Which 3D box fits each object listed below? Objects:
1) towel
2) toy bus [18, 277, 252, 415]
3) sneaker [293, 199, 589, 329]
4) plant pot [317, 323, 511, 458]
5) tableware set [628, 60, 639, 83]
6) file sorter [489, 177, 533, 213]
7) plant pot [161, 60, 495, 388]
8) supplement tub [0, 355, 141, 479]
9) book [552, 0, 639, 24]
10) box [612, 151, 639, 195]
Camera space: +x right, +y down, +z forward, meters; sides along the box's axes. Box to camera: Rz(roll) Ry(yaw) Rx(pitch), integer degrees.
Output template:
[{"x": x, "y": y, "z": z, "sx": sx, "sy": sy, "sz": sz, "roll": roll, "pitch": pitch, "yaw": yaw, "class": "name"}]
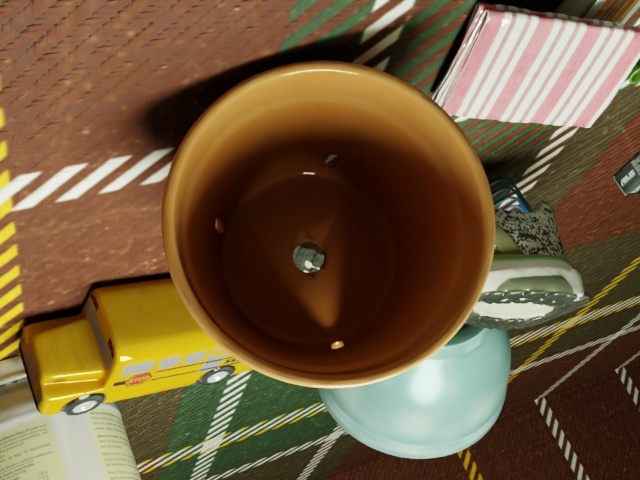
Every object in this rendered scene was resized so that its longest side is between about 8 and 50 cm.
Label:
[{"x": 0.228, "y": -0.180, "z": 0.880, "sx": 0.197, "sy": 0.029, "sz": 0.144, "roll": 3, "pitch": 146, "yaw": -14, "class": "towel"}, {"x": -0.187, "y": 0.116, "z": 1.047, "sx": 0.332, "sy": 0.108, "sz": 0.130, "roll": -7, "pitch": 149, "yaw": -35, "class": "toy bus"}, {"x": 0.131, "y": 0.002, "z": 1.085, "sx": 0.410, "sy": 0.182, "sz": 0.158, "roll": 7, "pitch": 151, "yaw": -9, "class": "sneaker"}, {"x": 0.143, "y": 0.135, "z": 1.215, "sx": 0.293, "sy": 0.293, "sz": 0.196, "roll": -16, "pitch": 143, "yaw": -19, "class": "plant pot"}, {"x": 0.462, "y": -0.230, "z": 1.076, "sx": 0.154, "sy": 0.024, "sz": 0.104, "roll": -6, "pitch": 150, "yaw": -37, "class": "tableware set"}, {"x": 0.268, "y": -0.002, "z": 1.238, "sx": 0.104, "sy": 0.118, "sz": 0.170, "roll": -33, "pitch": 155, "yaw": 8, "class": "file sorter"}, {"x": 0.000, "y": 0.000, "z": 0.824, "sx": 0.290, "sy": 0.291, "sz": 0.203, "roll": -21, "pitch": 171, "yaw": -10, "class": "plant pot"}, {"x": -0.340, "y": 0.328, "z": 1.062, "sx": 0.235, "sy": 0.325, "sz": 0.235, "roll": -21, "pitch": 155, "yaw": -10, "class": "supplement tub"}, {"x": 0.301, "y": -0.254, "z": 0.872, "sx": 0.096, "sy": 0.035, "sz": 0.144, "roll": -12, "pitch": 151, "yaw": -36, "class": "book"}, {"x": 0.588, "y": -0.149, "z": 1.336, "sx": 0.184, "sy": 0.045, "sz": 0.191, "roll": -7, "pitch": 151, "yaw": -30, "class": "box"}]
